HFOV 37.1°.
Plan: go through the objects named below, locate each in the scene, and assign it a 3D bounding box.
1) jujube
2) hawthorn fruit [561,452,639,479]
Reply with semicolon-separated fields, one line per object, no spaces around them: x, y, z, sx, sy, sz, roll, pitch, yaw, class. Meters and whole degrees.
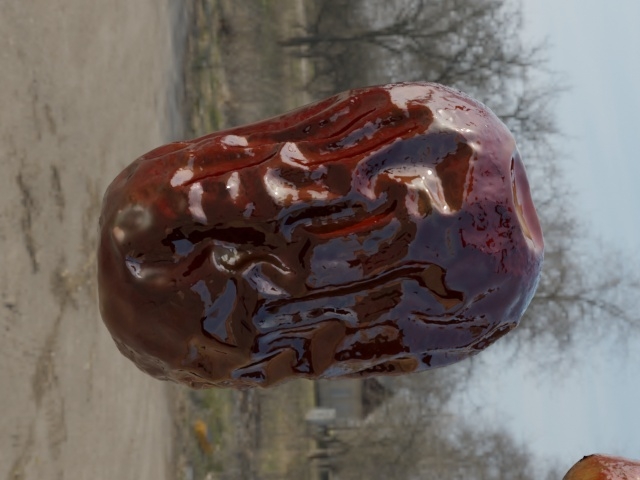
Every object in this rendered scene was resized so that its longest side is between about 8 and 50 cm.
0.000;0.000;0.503;0.155;0.230;0.155;171;-90;-83;jujube
0.164;0.158;0.536;0.077;0.077;0.077;-3;90;-89;hawthorn fruit
